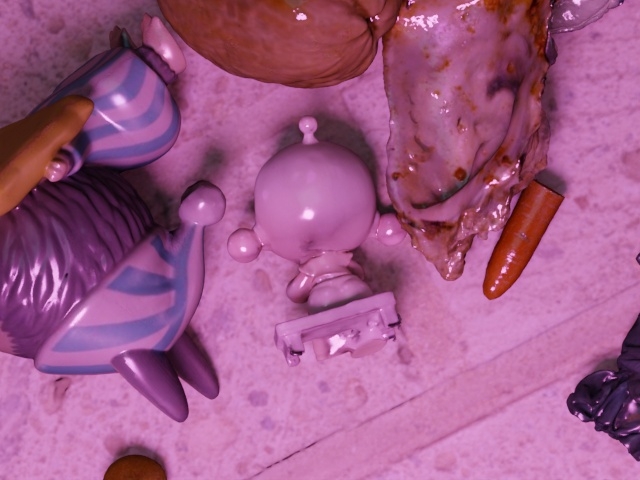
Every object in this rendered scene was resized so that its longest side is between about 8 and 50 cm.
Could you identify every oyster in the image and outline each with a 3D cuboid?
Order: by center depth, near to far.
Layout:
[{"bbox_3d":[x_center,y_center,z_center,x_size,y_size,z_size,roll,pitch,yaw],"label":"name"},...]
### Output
[{"bbox_3d":[0.177,-0.141,1.784,0.221,0.096,0.361,-8,83,42],"label":"oyster"}]

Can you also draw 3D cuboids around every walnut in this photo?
[{"bbox_3d":[-0.040,-0.274,1.782,0.283,0.283,0.227,38,79,12],"label":"walnut"}]

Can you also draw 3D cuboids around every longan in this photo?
[{"bbox_3d":[-0.201,0.276,1.861,0.075,0.075,0.083,-42,120,4],"label":"longan"}]

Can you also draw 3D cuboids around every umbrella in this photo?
[{"bbox_3d":[0.383,0.062,1.751,0.143,0.094,0.348,26,88,8],"label":"umbrella"}]

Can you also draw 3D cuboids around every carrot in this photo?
[{"bbox_3d":[0.213,0.003,1.813,0.048,0.048,0.139,27,92,12],"label":"carrot"}]

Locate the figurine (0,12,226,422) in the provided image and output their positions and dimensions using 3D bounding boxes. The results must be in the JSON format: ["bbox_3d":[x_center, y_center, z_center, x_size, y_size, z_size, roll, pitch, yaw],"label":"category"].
[{"bbox_3d":[-0.223,0.012,1.854,0.361,0.266,0.377,-44,111,-21],"label":"figurine"}]

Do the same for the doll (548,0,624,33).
[{"bbox_3d":[0.264,-0.278,1.817,0.214,0.071,0.103,-22,80,14],"label":"doll"}]

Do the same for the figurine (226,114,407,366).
[{"bbox_3d":[-0.005,-0.001,1.809,0.182,0.144,0.256,-18,78,12],"label":"figurine"}]
